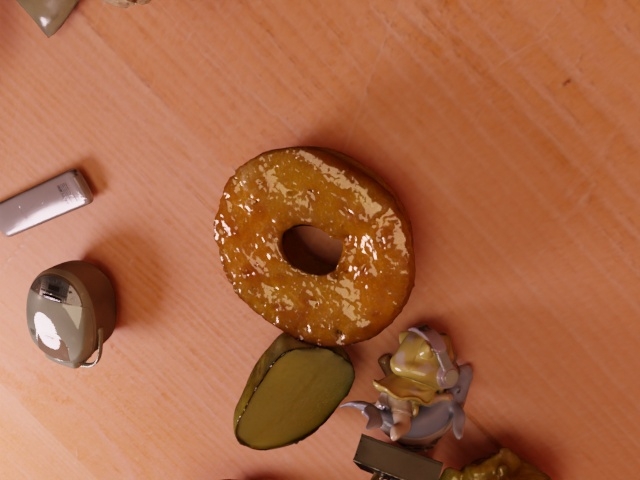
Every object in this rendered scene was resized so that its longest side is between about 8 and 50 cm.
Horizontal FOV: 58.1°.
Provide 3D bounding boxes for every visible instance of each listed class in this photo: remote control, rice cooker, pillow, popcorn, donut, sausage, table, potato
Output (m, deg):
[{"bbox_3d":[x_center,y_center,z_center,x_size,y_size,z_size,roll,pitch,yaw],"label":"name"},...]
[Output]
[{"bbox_3d":[-0.510,-0.067,1.051,0.260,0.029,0.067,-16,107,29],"label":"remote control"},{"bbox_3d":[-0.456,0.135,1.066,0.145,0.127,0.207,16,122,15],"label":"rice cooker"},{"bbox_3d":[-0.379,-0.398,0.826,0.208,0.053,0.119,-32,97,34],"label":"pillow"},{"bbox_3d":[0.276,0.400,0.882,0.197,0.156,0.198,-4,136,-4],"label":"popcorn"},{"bbox_3d":[0.000,0.000,0.833,0.302,0.110,0.303,8,114,19],"label":"donut"},{"bbox_3d":[0.133,0.244,0.942,0.024,0.024,0.132,-24,102,29],"label":"sausage"},{"bbox_3d":[0.108,0.385,0.894,0.121,0.111,0.240,16,158,14],"label":"table"},{"bbox_3d":[-0.054,0.232,0.959,0.160,0.111,0.272,11,125,-26],"label":"potato"}]

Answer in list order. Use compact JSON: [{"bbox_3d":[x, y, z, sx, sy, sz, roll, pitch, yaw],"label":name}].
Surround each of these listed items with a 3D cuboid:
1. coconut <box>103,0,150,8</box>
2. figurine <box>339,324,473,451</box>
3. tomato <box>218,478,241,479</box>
[{"bbox_3d":[-0.222,-0.441,0.604,0.297,0.297,0.310,36,127,2],"label":"coconut"},{"bbox_3d":[0.138,0.222,0.852,0.128,0.208,0.184,-172,72,-67],"label":"figurine"},{"bbox_3d":[-0.188,0.629,1.079,0.293,0.325,0.289,59,164,-16],"label":"tomato"}]
